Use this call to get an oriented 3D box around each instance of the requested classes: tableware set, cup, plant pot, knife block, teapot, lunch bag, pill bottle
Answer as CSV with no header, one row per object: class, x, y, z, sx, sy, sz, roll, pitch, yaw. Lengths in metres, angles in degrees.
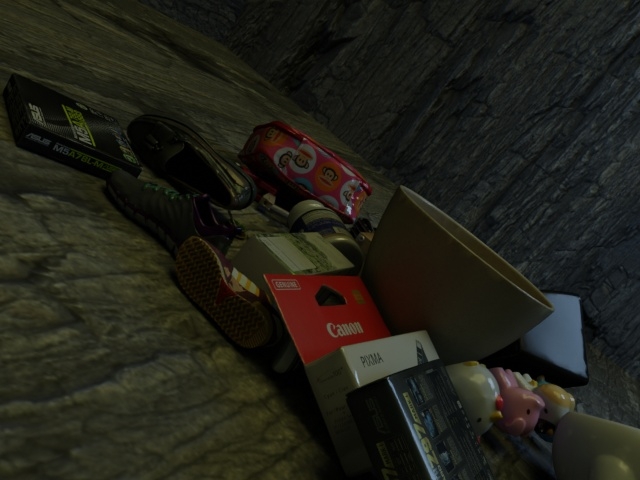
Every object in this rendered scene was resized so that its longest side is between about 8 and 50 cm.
tableware set,-0.173,-0.031,1.096,0.154,0.024,0.104,31,16,-20
cup,0.198,0.097,1.114,0.331,0.237,0.331,35,13,-9
plant pot,0.399,0.196,1.281,0.167,0.187,0.188,19,62,-31
knife block,0.156,0.058,1.435,0.276,0.088,0.242,42,17,21
teapot,0.480,0.392,1.005,0.256,0.187,0.252,18,-10,-6
lunch bag,-0.046,-0.152,1.490,0.293,0.120,0.258,35,-10,-22
pill bottle,0.000,0.000,1.219,0.112,0.112,0.186,28,17,-30

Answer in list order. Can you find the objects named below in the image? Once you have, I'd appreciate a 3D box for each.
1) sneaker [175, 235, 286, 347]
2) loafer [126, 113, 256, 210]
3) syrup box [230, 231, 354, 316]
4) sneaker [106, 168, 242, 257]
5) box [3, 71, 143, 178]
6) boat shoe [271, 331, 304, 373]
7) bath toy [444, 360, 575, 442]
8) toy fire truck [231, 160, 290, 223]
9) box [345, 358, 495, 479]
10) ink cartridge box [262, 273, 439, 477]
sneaker,-0.120,0.071,0.849,0.185,0.069,0.084,49,10,21
loafer,-0.238,-0.142,1.133,0.267,0.096,0.084,32,21,5
syrup box,-0.045,0.051,0.998,0.093,0.096,0.237,43,16,16
sneaker,-0.211,-0.051,0.931,0.224,0.098,0.083,40,15,11
box,-0.390,-0.174,1.003,0.184,0.045,0.190,26,18,-42
boat shoe,-0.007,0.145,0.861,0.083,0.065,0.183,35,14,0
bath toy,0.319,0.283,1.080,0.348,0.151,0.129,20,58,-46
toy fire truck,-0.115,-0.093,1.361,0.192,0.047,0.135,23,20,-42
box,0.129,0.254,0.695,0.183,0.059,0.232,6,57,-63
ink cartridge box,0.070,0.149,0.861,0.296,0.066,0.261,7,56,-62
